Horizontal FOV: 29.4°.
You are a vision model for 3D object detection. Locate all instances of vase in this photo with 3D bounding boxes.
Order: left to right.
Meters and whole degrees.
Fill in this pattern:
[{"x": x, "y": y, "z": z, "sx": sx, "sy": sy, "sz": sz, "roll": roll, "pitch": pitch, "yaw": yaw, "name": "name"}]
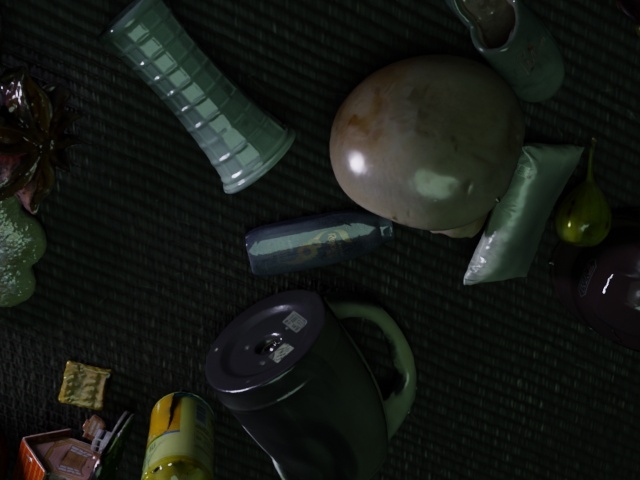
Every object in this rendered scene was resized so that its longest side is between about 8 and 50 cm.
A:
[{"x": -0.184, "y": -0.222, "z": 1.788, "sx": 0.143, "sy": 0.143, "sz": 0.299, "roll": -37, "pitch": 109, "yaw": 13, "name": "vase"}]

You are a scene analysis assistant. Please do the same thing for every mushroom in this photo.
[{"x": 0.159, "y": -0.116, "z": 1.814, "sx": 0.292, "sy": 0.292, "sz": 0.290, "roll": -11, "pitch": 145, "yaw": 2, "name": "mushroom"}]

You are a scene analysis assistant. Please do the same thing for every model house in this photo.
[{"x": -0.435, "y": 0.412, "z": 2.041, "sx": 0.154, "sy": 0.207, "sz": 0.294, "roll": 20, "pitch": 114, "yaw": 0, "name": "model house"}]

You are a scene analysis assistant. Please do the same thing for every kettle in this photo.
[{"x": 0.019, "y": 0.244, "z": 1.995, "sx": 0.321, "sy": 0.228, "sz": 0.324, "roll": -43, "pitch": 120, "yaw": -18, "name": "kettle"}]

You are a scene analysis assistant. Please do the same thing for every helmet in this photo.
[{"x": 0.531, "y": 0.086, "z": 1.955, "sx": 0.305, "sy": 0.177, "sz": 0.225, "roll": 7, "pitch": 117, "yaw": -8, "name": "helmet"}]

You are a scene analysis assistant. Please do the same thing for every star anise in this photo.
[{"x": -0.450, "y": -0.144, "z": 1.792, "sx": 0.220, "sy": 0.099, "sz": 0.214, "roll": -58, "pitch": 145, "yaw": 4, "name": "star anise"}]

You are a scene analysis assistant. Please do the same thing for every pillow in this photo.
[{"x": 0.322, "y": -0.040, "z": 1.926, "sx": 0.144, "sy": 0.078, "sz": 0.254, "roll": -4, "pitch": 121, "yaw": -44, "name": "pillow"}]

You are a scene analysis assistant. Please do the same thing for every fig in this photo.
[{"x": 0.429, "y": -0.064, "z": 1.910, "sx": 0.093, "sy": 0.093, "sz": 0.166, "roll": 26, "pitch": 96, "yaw": -15, "name": "fig"}]

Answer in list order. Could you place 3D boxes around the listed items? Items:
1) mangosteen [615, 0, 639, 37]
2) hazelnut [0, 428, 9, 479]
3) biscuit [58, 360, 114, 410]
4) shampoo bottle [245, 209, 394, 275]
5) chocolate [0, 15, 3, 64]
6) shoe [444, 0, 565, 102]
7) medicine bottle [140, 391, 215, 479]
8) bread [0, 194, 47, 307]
[{"x": 0.508, "y": -0.366, "z": 1.738, "sx": 0.211, "sy": 0.211, "sz": 0.250, "roll": -3, "pitch": 145, "yaw": -2, "name": "mangosteen"}, {"x": -0.610, "y": 0.375, "z": 1.995, "sx": 0.229, "sy": 0.229, "sz": 0.229, "roll": -1, "pitch": 115, "yaw": -3, "name": "hazelnut"}, {"x": -0.394, "y": 0.244, "z": 2.053, "sx": 0.081, "sy": 0.018, "sz": 0.083, "roll": 12, "pitch": 113, "yaw": -9, "name": "biscuit"}, {"x": 0.000, "y": 0.000, "z": 1.945, "sx": 0.234, "sy": 0.049, "sz": 0.087, "roll": -11, "pitch": 118, "yaw": 1, "name": "shampoo bottle"}, {"x": -0.589, "y": -0.246, "z": 1.732, "sx": 0.303, "sy": 0.185, "sz": 0.100, "roll": -12, "pitch": 143, "yaw": 3, "name": "chocolate"}, {"x": 0.276, "y": -0.298, "z": 1.796, "sx": 0.103, "sy": 0.100, "sz": 0.251, "roll": -40, "pitch": 109, "yaw": 13, "name": "shoe"}, {"x": -0.231, "y": 0.357, "z": 1.996, "sx": 0.124, "sy": 0.239, "sz": 0.124, "roll": -1, "pitch": 112, "yaw": -2, "name": "medicine bottle"}, {"x": -0.540, "y": 0.028, "z": 1.923, "sx": 0.207, "sy": 0.056, "sz": 0.286, "roll": 35, "pitch": 110, "yaw": -16, "name": "bread"}]
